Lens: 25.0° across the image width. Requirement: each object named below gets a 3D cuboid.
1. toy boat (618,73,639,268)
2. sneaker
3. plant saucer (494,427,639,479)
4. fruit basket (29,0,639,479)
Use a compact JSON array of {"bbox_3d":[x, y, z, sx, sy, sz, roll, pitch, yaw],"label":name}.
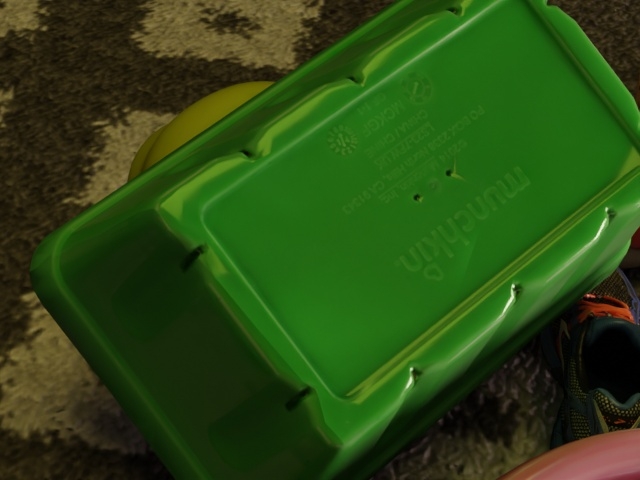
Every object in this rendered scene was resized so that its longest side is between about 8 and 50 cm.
[{"bbox_3d":[0.263,-0.078,1.151,0.231,0.151,0.151,-17,42,-27],"label":"toy boat"},{"bbox_3d":[0.200,0.078,0.991,0.083,0.087,0.221,6,37,-2],"label":"sneaker"},{"bbox_3d":[0.154,0.254,0.649,0.332,0.084,0.332,8,70,-21],"label":"plant saucer"},{"bbox_3d":[0.000,0.000,0.964,0.392,0.392,0.283,-36,88,-41],"label":"fruit basket"}]
